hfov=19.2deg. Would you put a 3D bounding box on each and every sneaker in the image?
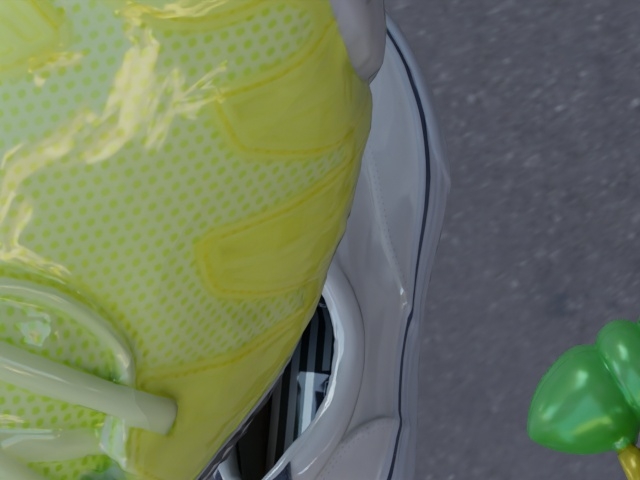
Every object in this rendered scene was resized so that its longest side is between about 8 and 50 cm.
[{"bbox_3d":[0.000,0.000,0.803,0.094,0.091,0.258,-12,66,23],"label":"sneaker"},{"bbox_3d":[-0.099,0.078,0.436,0.145,0.147,0.384,23,118,-21],"label":"sneaker"}]

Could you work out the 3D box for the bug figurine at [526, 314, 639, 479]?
[{"bbox_3d":[0.163,0.024,0.519,0.216,0.279,0.072,-35,111,6],"label":"bug figurine"}]
